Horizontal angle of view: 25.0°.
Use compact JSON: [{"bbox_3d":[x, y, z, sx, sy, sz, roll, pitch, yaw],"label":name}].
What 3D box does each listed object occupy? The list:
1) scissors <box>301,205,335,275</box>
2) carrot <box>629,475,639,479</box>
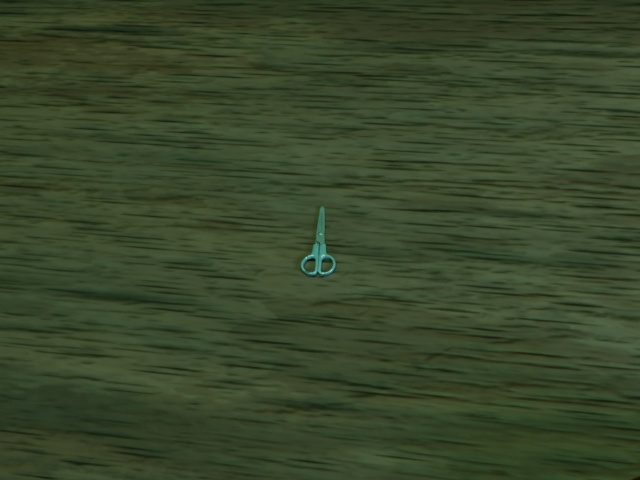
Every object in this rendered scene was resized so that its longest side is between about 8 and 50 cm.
[{"bbox_3d":[0.000,0.000,1.477,0.036,0.006,0.083,-1,59,10],"label":"scissors"},{"bbox_3d":[0.326,0.289,1.106,0.193,0.214,0.331,-16,60,-3],"label":"carrot"}]
